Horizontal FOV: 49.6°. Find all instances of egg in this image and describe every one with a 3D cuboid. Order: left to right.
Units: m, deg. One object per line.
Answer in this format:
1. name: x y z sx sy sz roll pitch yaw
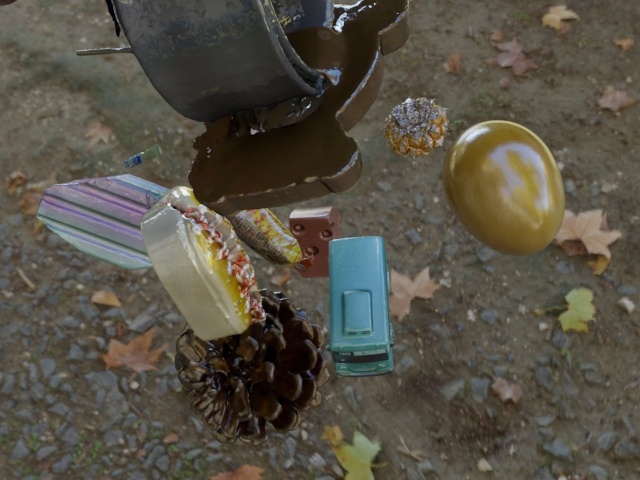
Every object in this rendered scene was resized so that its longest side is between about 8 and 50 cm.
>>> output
1. egg: 0.411 -0.116 1.553 0.250 0.250 0.322 -23 72 0

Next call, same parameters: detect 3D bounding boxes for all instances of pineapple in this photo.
1. pineapple: 0.278 -0.343 2.039 0.225 0.076 0.224 -9 61 16

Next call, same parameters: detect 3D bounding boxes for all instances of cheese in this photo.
1. cheese: 0.000 -0.026 1.958 0.128 0.203 0.177 -5 33 12

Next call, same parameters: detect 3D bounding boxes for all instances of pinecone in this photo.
1. pinecone: -0.173 0.317 1.719 0.398 0.397 0.397 -8 54 12

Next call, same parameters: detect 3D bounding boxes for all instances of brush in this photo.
1. brush: -0.534 -0.250 2.074 0.178 0.030 0.033 -13 90 45

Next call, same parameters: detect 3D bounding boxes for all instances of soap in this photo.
1. soap: -0.455 -0.050 1.557 0.324 0.109 0.193 20 103 -8

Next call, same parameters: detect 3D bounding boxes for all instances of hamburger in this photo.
1. hamburger: -0.204 0.041 1.241 0.151 0.295 0.227 -30 38 -3

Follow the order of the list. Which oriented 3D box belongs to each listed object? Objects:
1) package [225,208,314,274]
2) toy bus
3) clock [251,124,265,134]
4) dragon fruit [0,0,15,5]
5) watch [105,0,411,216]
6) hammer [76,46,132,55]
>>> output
1. package: -0.142 -0.019 1.697 0.108 0.223 0.288 -42 87 -6
2. toy bus: 0.078 0.128 1.371 0.128 0.147 0.256 -5 58 8
3. clock: -0.163 -0.270 1.650 0.063 0.150 0.197 -1 29 9
4. dragon fruit: -0.634 -0.571 1.223 0.329 0.329 0.329 -8 54 12
5. watch: -0.083 -0.248 0.779 0.314 0.327 0.335 -9 55 21
6. hammer: -0.394 -0.420 1.512 0.292 0.029 0.058 -1 81 7
